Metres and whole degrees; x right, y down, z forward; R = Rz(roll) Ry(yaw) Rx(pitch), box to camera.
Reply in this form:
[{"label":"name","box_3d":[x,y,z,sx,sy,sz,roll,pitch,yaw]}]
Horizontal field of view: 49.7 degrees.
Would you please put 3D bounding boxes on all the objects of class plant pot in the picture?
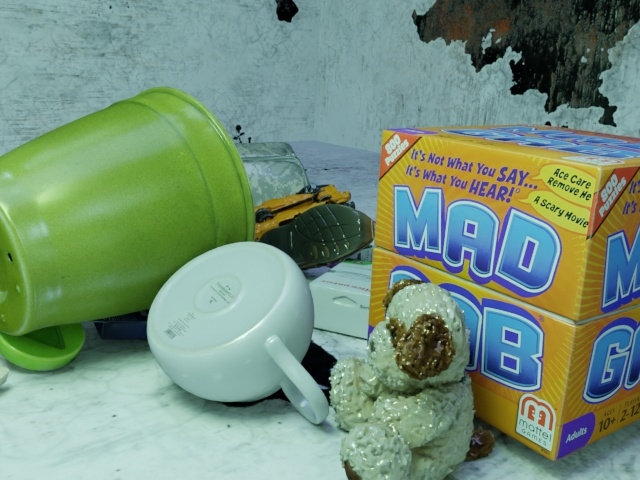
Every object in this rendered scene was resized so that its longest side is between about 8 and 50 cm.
[{"label":"plant pot","box_3d":[-0.353,-0.029,1.067,0.366,0.367,0.353,15,27,37]}]

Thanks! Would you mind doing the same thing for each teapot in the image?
[{"label":"teapot","box_3d":[-0.107,0.140,0.990,0.252,0.187,0.256,-12,38,16]}]

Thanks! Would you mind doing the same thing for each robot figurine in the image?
[{"label":"robot figurine","box_3d":[-0.055,-0.061,1.739,0.290,0.085,0.211,-18,29,-14]}]

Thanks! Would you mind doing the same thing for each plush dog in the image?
[{"label":"plush dog","box_3d":[0.123,0.163,0.842,0.210,0.226,0.262,2,15,-4]}]

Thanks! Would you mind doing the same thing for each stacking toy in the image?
[{"label":"stacking toy","box_3d":[-0.536,0.158,1.045,0.279,0.130,0.309,35,27,12]}]

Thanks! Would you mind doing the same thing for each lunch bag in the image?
[{"label":"lunch bag","box_3d":[-0.177,-0.130,1.917,0.304,0.213,0.256,-3,39,-19]}]

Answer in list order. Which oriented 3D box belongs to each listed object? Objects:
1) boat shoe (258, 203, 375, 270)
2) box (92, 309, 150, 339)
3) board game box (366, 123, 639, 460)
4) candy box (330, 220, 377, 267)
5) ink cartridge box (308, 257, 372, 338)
[{"label":"boat shoe","box_3d":[0.000,0.000,1.488,0.119,0.123,0.324,7,-13,-41]},{"label":"box","box_3d":[-0.313,0.129,1.191,0.225,0.037,0.136,5,13,-29]},{"label":"board game box","box_3d":[0.323,0.031,1.006,0.356,0.357,0.356,-9,19,-35]},{"label":"candy box","box_3d":[0.111,0.014,1.681,0.159,0.071,0.233,17,20,42]},{"label":"ink cartridge box","box_3d":[0.081,0.106,1.307,0.153,0.087,0.208,10,15,22]}]
